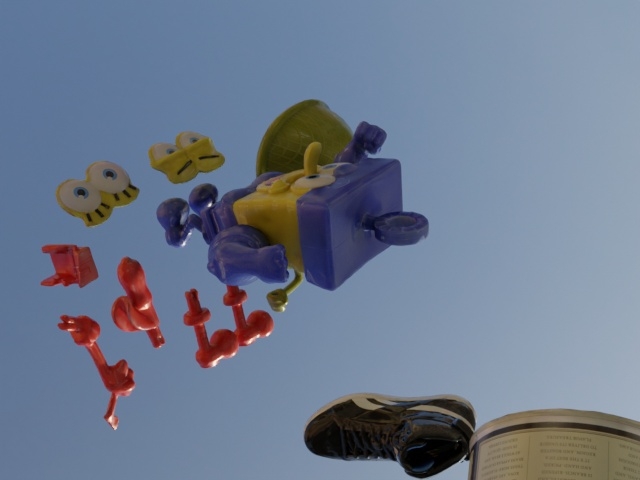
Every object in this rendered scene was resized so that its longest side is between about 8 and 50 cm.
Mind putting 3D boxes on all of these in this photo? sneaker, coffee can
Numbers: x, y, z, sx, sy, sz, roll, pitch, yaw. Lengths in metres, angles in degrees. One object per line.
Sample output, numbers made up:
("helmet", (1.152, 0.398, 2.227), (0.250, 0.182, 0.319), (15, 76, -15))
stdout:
("sneaker", (0.075, 0.234, 1.036), (0.217, 0.121, 0.079), (-10, -80, 12))
("coffee can", (0.212, 0.310, 0.740), (0.202, 0.201, 0.275), (20, -125, -9))

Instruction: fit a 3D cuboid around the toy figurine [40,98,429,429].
("toy figurine", (0.000, 0.000, 0.679), (0.362, 0.217, 0.191), (-31, -64, -51))
